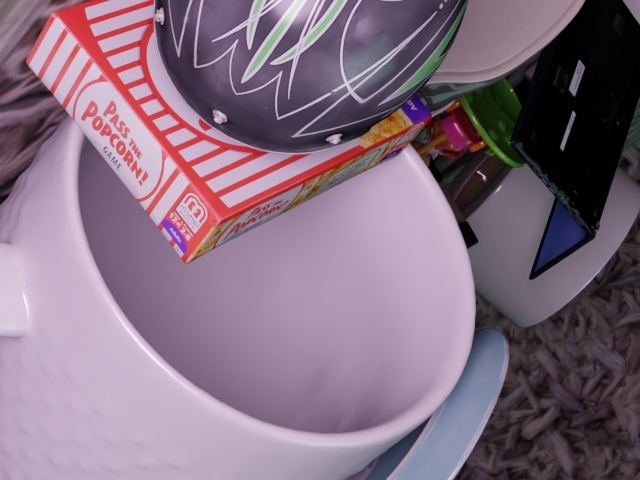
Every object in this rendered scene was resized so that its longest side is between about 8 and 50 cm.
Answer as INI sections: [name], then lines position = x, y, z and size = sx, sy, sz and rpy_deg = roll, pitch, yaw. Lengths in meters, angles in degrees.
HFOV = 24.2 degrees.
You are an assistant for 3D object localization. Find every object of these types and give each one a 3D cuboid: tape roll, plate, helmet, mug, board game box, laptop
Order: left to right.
[mug]
position = -0.144, 0.072, 0.941
size = 0.374, 0.276, 0.328
rpy_deg = 0, 150, -37
[board game box]
position = -0.046, -0.085, 0.850
size = 0.193, 0.147, 0.045
rpy_deg = -30, 166, -45
[helmet]
position = -0.003, -0.131, 0.766
size = 0.169, 0.169, 0.161
rpy_deg = -42, -173, 13
[plate]
position = 0.051, 0.127, 0.949
size = 0.188, 0.024, 0.188
rpy_deg = -50, -169, 14
[tape roll]
position = 0.268, -0.032, 1.912
size = 0.246, 0.169, 0.246
rpy_deg = -48, -171, 10
[laptop]
position = 0.242, -0.122, 1.527
size = 0.137, 0.264, 0.234
rpy_deg = 0, -120, 41

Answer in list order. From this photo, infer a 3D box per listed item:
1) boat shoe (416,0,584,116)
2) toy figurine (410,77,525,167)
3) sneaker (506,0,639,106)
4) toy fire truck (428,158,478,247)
[boat shoe]
position = 0.044, -0.133, 1.123
size = 0.335, 0.112, 0.095
rpy_deg = -32, -174, -10
[toy figurine]
position = 0.112, -0.099, 1.512
size = 0.159, 0.130, 0.173
rpy_deg = -31, -175, 24
[sneaker]
position = 0.303, -0.210, 1.680
size = 0.129, 0.111, 0.297
rpy_deg = -20, 158, -46
[toy fire truck]
position = 0.043, 0.038, 1.756
size = 0.246, 0.158, 0.217
rpy_deg = -31, 175, 28
